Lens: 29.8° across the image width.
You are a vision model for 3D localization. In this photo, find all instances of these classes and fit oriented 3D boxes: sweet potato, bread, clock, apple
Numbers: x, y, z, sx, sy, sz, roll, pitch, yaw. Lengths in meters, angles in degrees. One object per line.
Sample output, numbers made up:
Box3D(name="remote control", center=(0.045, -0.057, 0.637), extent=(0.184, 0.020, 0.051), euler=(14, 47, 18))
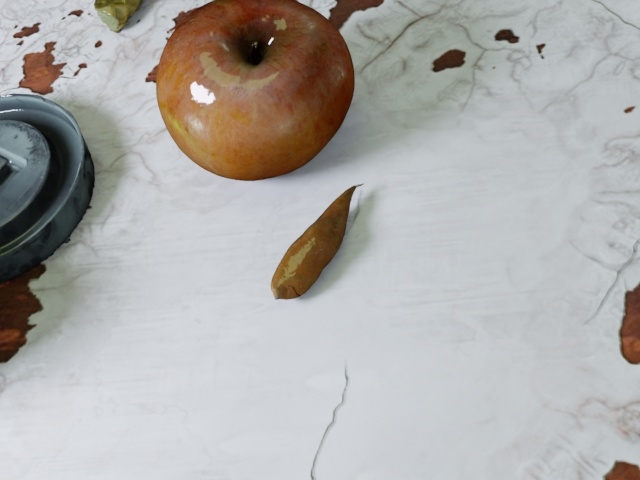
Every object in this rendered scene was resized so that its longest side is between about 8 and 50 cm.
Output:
Box3D(name="sweet potato", center=(0.000, 0.000, 1.471), extent=(0.056, 0.056, 0.195), euler=(21, 59, 29))
Box3D(name="bread", center=(-0.302, -0.373, 1.836), extent=(0.066, 0.060, 0.110), euler=(-4, 48, 50))
Box3D(name="clock", center=(-0.460, -0.069, 1.653), extent=(0.312, 0.061, 0.313), euler=(-8, 52, 11))
Box3D(name="apple", center=(-0.083, -0.191, 1.542), extent=(0.253, 0.253, 0.254), euler=(-8, 52, 11))
